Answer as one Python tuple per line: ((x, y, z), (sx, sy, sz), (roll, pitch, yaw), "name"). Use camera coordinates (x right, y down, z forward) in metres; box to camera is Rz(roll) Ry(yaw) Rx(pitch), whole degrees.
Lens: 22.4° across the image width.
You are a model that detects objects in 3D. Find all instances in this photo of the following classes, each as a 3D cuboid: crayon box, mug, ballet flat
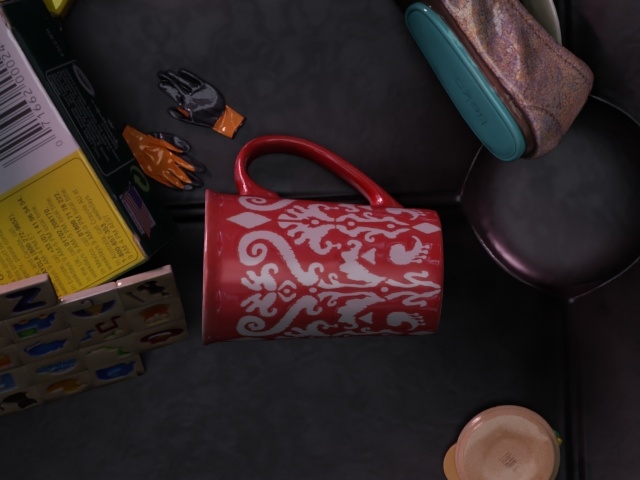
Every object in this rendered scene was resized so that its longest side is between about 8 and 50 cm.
((-0.288, -0.012, 1.156), (0.318, 0.081, 0.202), (-27, 97, 17), "crayon box")
((0.000, 0.004, 1.168), (0.169, 0.113, 0.150), (2, 99, -3), "mug")
((0.086, -0.203, 1.156), (0.106, 0.107, 0.316), (-39, 101, -15), "ballet flat")

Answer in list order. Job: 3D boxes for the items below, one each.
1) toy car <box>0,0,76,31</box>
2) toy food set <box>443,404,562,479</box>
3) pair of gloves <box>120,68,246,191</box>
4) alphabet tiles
((-0.171, -0.270, 1.160), (0.239, 0.053, 0.225), (-27, 96, 3), "toy car")
((0.142, 0.166, 1.231), (0.083, 0.020, 0.083), (31, 96, -4), "toy food set")
((-0.105, -0.082, 1.205), (0.074, 0.010, 0.083), (34, 95, -4), "pair of gloves")
((-0.211, 0.077, 1.135), (0.237, 0.198, 0.009), (-17, 64, -6), "alphabet tiles")
